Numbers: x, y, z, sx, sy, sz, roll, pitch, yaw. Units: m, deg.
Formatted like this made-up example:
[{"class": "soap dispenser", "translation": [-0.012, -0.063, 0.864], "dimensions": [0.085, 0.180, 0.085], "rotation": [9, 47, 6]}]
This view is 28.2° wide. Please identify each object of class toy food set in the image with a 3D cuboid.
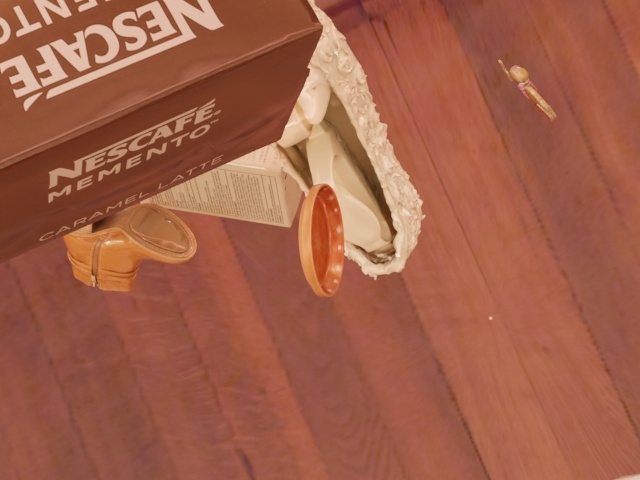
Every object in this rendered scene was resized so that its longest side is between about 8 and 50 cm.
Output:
[{"class": "toy food set", "translation": [0.299, -0.210, 1.787], "dimensions": [0.019, 0.078, 0.122], "rotation": [-40, 57, 5]}]

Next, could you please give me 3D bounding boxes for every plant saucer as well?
[{"class": "plant saucer", "translation": [0.000, 0.000, 0.934], "dimensions": [0.013, 0.083, 0.083], "rotation": [-3, 86, 18]}]

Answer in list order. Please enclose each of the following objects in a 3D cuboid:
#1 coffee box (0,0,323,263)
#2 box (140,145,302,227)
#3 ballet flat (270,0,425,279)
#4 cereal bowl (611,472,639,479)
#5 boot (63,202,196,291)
[{"class": "coffee box", "translation": [-0.122, -0.130, 0.455], "dimensions": [0.141, 0.098, 0.246], "rotation": [-27, 79, -19]}, {"class": "box", "translation": [-0.143, -0.122, 1.802], "dimensions": [0.232, 0.148, 0.127], "rotation": [9, 60, 10]}, {"class": "ballet flat", "translation": [0.003, -0.118, 1.428], "dimensions": [0.147, 0.147, 0.409], "rotation": [-34, 120, 4]}, {"class": "cereal bowl", "translation": [0.168, 0.220, 0.343], "dimensions": [0.141, 0.339, 0.339], "rotation": [-3, 85, -32]}, {"class": "boot", "translation": [-0.253, 0.019, 1.693], "dimensions": [0.197, 0.152, 0.073], "rotation": [24, 48, 16]}]
